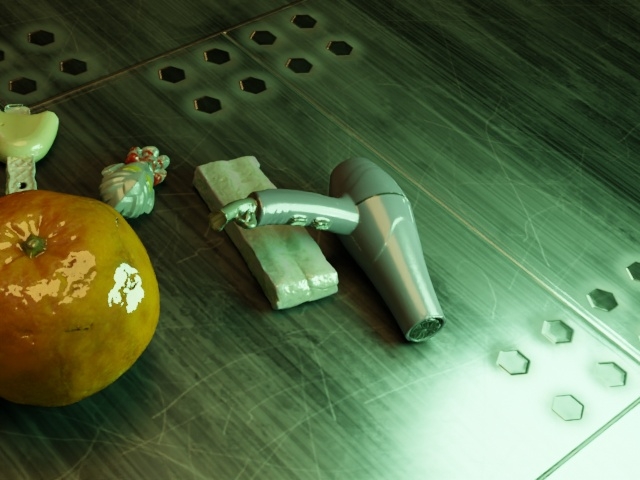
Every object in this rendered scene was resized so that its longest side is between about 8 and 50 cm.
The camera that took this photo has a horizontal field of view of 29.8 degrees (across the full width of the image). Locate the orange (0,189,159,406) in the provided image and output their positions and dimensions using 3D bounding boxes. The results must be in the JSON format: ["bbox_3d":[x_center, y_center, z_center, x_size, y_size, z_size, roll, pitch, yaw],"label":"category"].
[{"bbox_3d":[-0.347,0.071,1.523,0.284,0.226,0.284,4,52,-5],"label":"orange"}]

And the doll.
[{"bbox_3d":[-0.282,-0.088,1.818,0.094,0.079,0.180,43,38,-12],"label":"doll"}]

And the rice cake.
[{"bbox_3d":[-0.083,-0.018,1.792,0.106,0.050,0.298,-15,49,-25],"label":"rice cake"}]

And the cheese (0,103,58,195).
[{"bbox_3d":[-0.464,-0.135,1.842,0.127,0.050,0.235,-1,44,-13],"label":"cheese"}]

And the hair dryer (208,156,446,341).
[{"bbox_3d":[0.000,0.000,1.683,0.361,0.121,0.301,6,47,-37],"label":"hair dryer"}]
